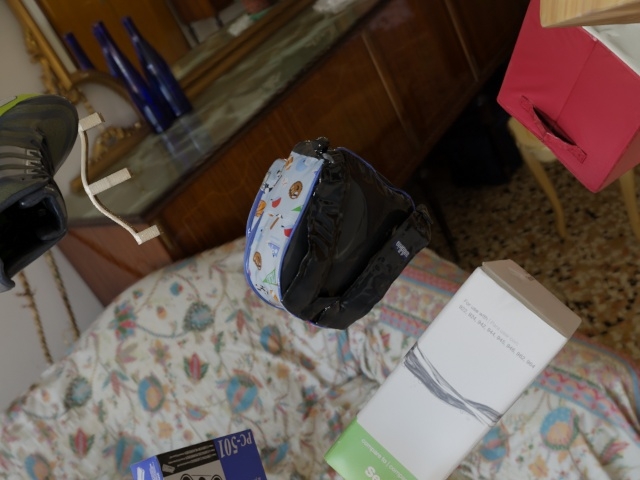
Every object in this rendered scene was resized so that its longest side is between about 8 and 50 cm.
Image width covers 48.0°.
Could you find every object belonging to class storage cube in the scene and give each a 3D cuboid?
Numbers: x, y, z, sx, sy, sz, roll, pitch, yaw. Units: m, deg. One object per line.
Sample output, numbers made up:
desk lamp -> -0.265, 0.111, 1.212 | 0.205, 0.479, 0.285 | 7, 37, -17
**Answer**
storage cube -> 0.352, -0.211, 0.836 | 0.215, 0.193, 0.183 | -34, 69, -14

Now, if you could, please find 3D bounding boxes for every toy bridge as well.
toy bridge -> -0.283, -0.079, 0.963 | 0.063, 0.188, 0.026 | -26, 10, -1

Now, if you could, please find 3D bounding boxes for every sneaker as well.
sneaker -> -0.290, -0.042, 0.692 | 0.121, 0.111, 0.299 | 0, 44, 11

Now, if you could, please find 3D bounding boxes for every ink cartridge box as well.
ink cartridge box -> -0.147, 0.309, 0.924 | 0.046, 0.097, 0.207 | -27, -17, 22
ink cartridge box -> 0.155, 0.161, 0.806 | 0.272, 0.115, 0.198 | -53, -19, 15

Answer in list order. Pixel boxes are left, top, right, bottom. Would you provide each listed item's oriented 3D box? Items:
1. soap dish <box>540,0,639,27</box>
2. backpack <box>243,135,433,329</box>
soap dish -> 0.209, -0.240, 0.295 | 0.229, 0.290, 0.118 | -11, 24, -25
backpack -> 0.000, 0.000, 1.150 | 0.213, 0.277, 0.263 | 9, 73, 52
